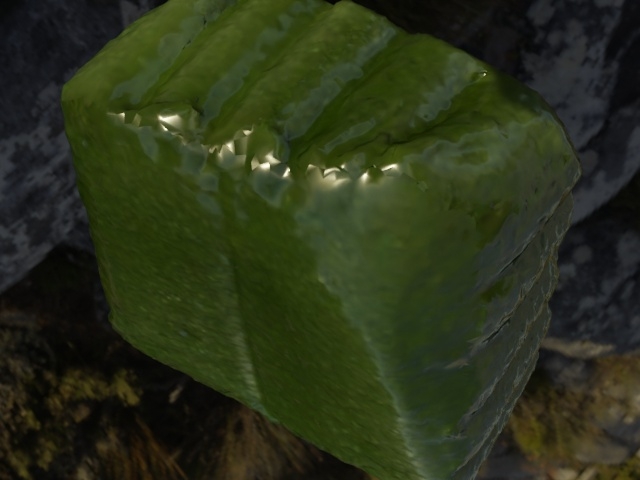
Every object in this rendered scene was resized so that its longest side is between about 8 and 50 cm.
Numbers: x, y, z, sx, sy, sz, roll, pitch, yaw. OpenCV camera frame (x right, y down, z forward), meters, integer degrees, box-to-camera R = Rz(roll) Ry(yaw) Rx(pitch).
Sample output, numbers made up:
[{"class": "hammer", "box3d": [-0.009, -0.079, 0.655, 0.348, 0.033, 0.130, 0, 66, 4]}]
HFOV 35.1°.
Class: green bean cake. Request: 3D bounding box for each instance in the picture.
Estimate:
[{"class": "green bean cake", "box3d": [0.000, 0.000, 0.491, 0.125, 0.222, 0.248, -54, 159, -30]}]
